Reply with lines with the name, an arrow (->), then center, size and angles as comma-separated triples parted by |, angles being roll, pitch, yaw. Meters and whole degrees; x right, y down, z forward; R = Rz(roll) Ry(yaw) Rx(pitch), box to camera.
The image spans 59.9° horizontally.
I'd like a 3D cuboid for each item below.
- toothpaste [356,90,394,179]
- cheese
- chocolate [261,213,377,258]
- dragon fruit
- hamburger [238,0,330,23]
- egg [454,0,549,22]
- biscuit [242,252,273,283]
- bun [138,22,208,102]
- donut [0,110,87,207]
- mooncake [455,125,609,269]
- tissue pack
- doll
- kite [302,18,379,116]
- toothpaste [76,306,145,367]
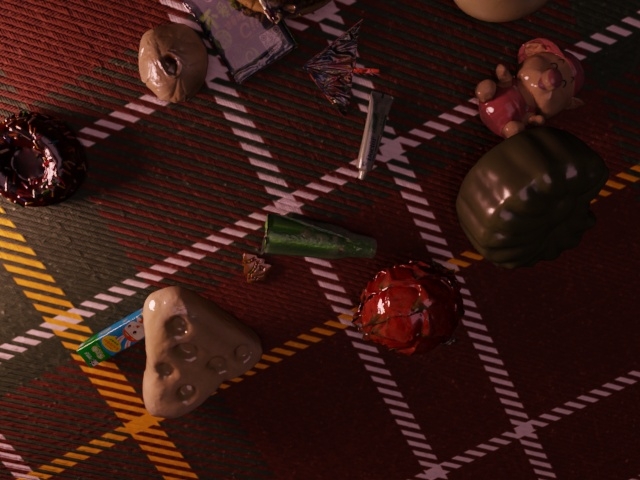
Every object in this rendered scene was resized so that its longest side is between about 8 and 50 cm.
toothpaste -> 0.128, -0.257, 1.378 | 0.064, 0.041, 0.218 | 9, 103, -20
cheese -> -0.369, 0.279, 1.414 | 0.351, 0.129, 0.328 | -33, 125, 5
chocolate -> 0.000, 0.000, 1.414 | 0.292, 0.110, 0.110 | 8, 106, -10
dragon fruit -> 0.223, 0.176, 1.415 | 0.299, 0.244, 0.244 | -29, 108, 22
hamburger -> -0.090, -0.614, 1.124 | 0.277, 0.195, 0.317 | -37, 109, -19
egg -> 0.405, -0.581, 1.225 | 0.254, 0.188, 0.188 | 0, 107, -12
biscuit -> -0.171, 0.068, 1.459 | 0.082, 0.016, 0.092 | -31, 108, 5
bun -> -0.334, -0.400, 1.253 | 0.167, 0.113, 0.173 | -18, 105, 1
donut -> -0.679, -0.185, 1.303 | 0.235, 0.089, 0.234 | -1, 108, -3
mooncake -> 0.502, -0.088, 1.324 | 0.352, 0.187, 0.351 | -13, 141, -11
tissue pack -> -0.182, -0.498, 1.259 | 0.173, 0.073, 0.235 | -33, 106, 3
doll -> 0.504, -0.359, 1.322 | 0.256, 0.152, 0.196 | -32, 120, 0
kite -> 0.052, -0.417, 1.336 | 0.189, 0.009, 0.232 | 4, 106, -6
toothpaste -> -0.506, 0.241, 1.463 | 0.267, 0.050, 0.065 | -29, 110, 5
